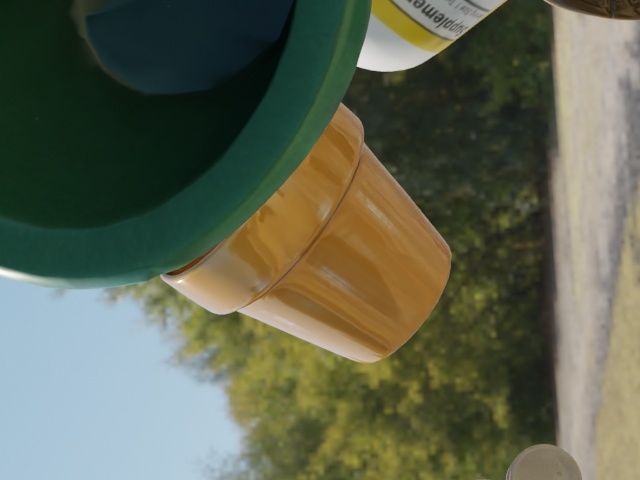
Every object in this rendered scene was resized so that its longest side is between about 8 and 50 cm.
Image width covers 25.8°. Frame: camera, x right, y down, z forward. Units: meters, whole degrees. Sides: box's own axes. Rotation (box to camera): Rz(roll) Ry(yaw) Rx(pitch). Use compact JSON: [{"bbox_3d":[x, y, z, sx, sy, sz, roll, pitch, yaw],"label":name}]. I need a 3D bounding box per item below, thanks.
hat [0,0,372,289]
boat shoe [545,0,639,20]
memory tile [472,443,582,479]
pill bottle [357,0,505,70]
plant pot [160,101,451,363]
[{"bbox_3d":[-0.038,-0.090,0.484,0.208,0.173,0.183,-54,-12,12],"label":"hat"},{"bbox_3d":[0.311,-0.256,1.145,0.098,0.302,0.109,-99,-4,-63],"label":"boat shoe"},{"bbox_3d":[0.083,0.175,0.668,0.113,0.148,0.012,56,165,16],"label":"memory tile"},{"bbox_3d":[0.050,-0.201,0.648,0.188,0.334,0.188,44,-157,-24],"label":"pill bottle"},{"bbox_3d":[0.000,0.000,1.167,0.188,0.205,0.205,36,-151,-19],"label":"plant pot"}]
